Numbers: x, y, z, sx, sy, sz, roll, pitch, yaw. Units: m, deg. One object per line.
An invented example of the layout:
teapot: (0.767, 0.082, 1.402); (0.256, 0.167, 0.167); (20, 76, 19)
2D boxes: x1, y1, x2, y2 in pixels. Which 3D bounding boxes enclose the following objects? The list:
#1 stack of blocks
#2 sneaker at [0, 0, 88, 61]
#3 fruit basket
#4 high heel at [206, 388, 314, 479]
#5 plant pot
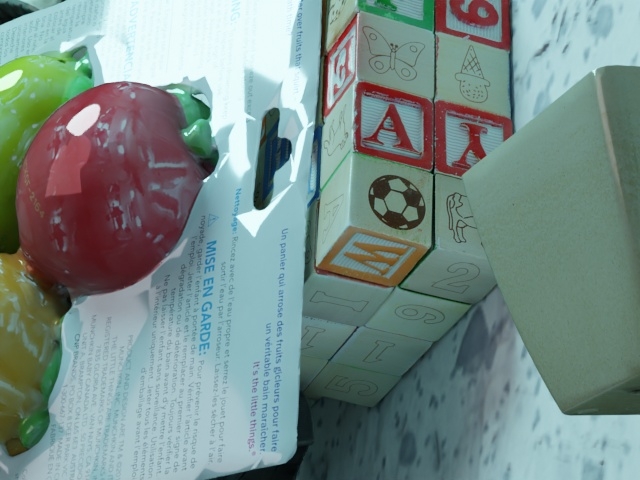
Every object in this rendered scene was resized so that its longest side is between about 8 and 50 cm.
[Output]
stack of blocks: (0.000, 0.000, 1.067); (0.297, 0.087, 0.171); (129, 149, -53)
sneaker: (-0.105, -0.179, 1.331); (0.182, 0.158, 0.410); (-46, 13, -22)
fruit basket: (-0.140, 0.004, 1.059); (0.353, 0.165, 0.327); (-14, 58, 27)
high heel: (-0.033, 0.227, 1.038); (0.186, 0.093, 0.261); (111, 162, -59)
plant pot: (0.125, 0.006, 0.674); (0.109, 0.109, 0.096); (138, 129, -61)
